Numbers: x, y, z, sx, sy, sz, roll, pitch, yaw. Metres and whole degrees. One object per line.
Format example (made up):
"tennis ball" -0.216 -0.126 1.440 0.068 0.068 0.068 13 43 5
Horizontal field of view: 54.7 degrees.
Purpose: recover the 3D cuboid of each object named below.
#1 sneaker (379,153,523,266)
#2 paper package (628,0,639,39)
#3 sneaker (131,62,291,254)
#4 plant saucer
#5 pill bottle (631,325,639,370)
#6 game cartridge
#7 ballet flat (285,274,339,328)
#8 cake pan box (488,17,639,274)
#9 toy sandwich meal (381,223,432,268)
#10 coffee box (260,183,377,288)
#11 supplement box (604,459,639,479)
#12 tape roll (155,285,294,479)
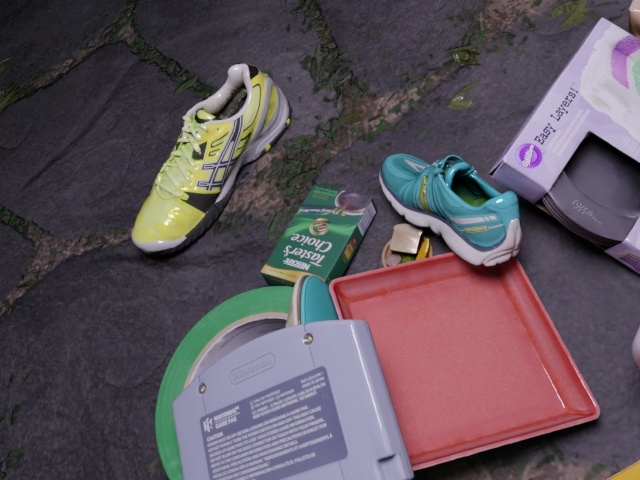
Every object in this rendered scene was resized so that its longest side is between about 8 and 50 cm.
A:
"sneaker" 0.182 -0.072 0.867 0.107 0.109 0.275 -23 36 -21
"paper package" 0.613 -0.325 0.808 0.325 0.168 0.309 21 70 31
"sneaker" -0.215 -0.150 1.087 0.145 0.147 0.384 27 77 31
"plant saucer" 0.166 0.139 0.774 0.259 0.047 0.259 -12 55 -9
"pill bottle" 0.514 -0.005 0.636 0.229 0.229 0.407 24 74 32
"game cartridge" -0.048 0.210 0.710 0.297 0.062 0.198 -29 60 29
"ballet flat" -0.010 0.161 0.774 0.086 0.086 0.248 -22 57 11
"cake pan box" 0.388 -0.117 0.794 0.246 0.070 0.266 36 78 10
"toy sandwich meal" 0.127 0.015 0.915 0.086 0.029 0.085 -11 59 18
"coffee box" 0.000 0.000 0.958 0.113 0.040 0.184 16 62 30
"supplement box" 0.336 0.300 0.530 0.191 0.129 0.194 -34 38 6
"tape roll" -0.071 0.224 0.855 0.322 0.077 0.321 -11 58 18
